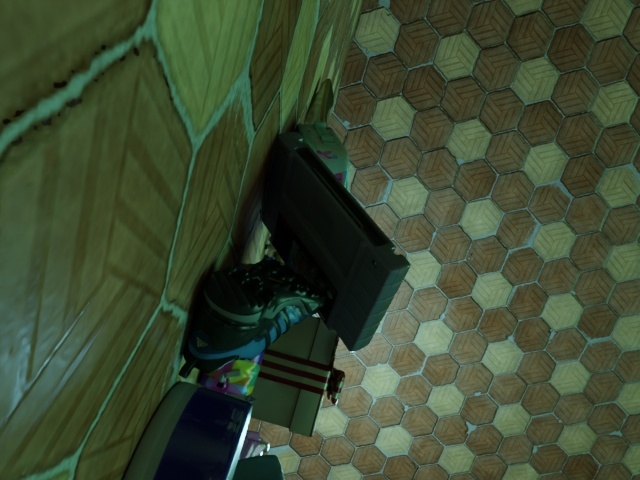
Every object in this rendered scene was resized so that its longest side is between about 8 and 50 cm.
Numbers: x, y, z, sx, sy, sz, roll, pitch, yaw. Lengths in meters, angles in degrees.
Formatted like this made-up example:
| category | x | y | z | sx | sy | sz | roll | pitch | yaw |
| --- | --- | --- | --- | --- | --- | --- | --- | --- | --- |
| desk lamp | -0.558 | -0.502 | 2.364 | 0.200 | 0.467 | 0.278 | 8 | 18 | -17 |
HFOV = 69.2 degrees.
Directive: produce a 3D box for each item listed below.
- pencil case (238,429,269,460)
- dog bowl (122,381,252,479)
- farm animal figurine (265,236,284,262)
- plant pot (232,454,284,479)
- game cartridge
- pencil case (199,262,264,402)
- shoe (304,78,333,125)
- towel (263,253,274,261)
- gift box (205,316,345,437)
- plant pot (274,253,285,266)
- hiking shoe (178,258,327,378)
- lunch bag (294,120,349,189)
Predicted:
| category | x | y | z | sx | sy | sz | roll | pitch | yaw |
| --- | --- | --- | --- | --- | --- | --- | --- | --- | --- |
| pencil case | -0.253 | 0.681 | 1.169 | 0.160 | 0.167 | 0.386 | 61 | 34 | -42 |
| dog bowl | -0.174 | 0.324 | 0.586 | 0.265 | 0.104 | 0.265 | -163 | -90 | -89 |
| farm animal figurine | -0.025 | -0.096 | 1.343 | 0.327 | 0.172 | 0.330 | -88 | -165 | -87 |
| plant pot | -0.200 | 0.600 | 0.961 | 0.290 | 0.195 | 0.290 | -170 | -90 | -74 |
| game cartridge | 0.000 | 0.000 | 0.832 | 0.355 | 0.068 | 0.230 | 53 | -41 | 33 |
| pencil case | -0.134 | 0.157 | 0.816 | 0.104 | 0.104 | 0.236 | 111 | -5 | -79 |
| shoe | -0.001 | -0.401 | 1.352 | 0.077 | 0.058 | 0.219 | 77 | 18 | -47 |
| towel | -0.192 | 0.231 | 1.286 | 0.243 | 0.040 | 0.336 | 109 | -3 | -59 |
| gift box | -0.076 | 0.240 | 0.988 | 0.255 | 0.258 | 0.276 | 120 | -12 | -84 |
| plant pot | -0.093 | 0.137 | 1.722 | 0.187 | 0.212 | 0.212 | -61 | -179 | 2 |
| hiking shoe | -0.095 | 0.108 | 0.696 | 0.132 | 0.113 | 0.304 | -58 | 158 | 11 |
| lunch bag | -0.014 | -0.142 | 1.038 | 0.279 | 0.107 | 0.224 | -112 | -156 | -62 |
